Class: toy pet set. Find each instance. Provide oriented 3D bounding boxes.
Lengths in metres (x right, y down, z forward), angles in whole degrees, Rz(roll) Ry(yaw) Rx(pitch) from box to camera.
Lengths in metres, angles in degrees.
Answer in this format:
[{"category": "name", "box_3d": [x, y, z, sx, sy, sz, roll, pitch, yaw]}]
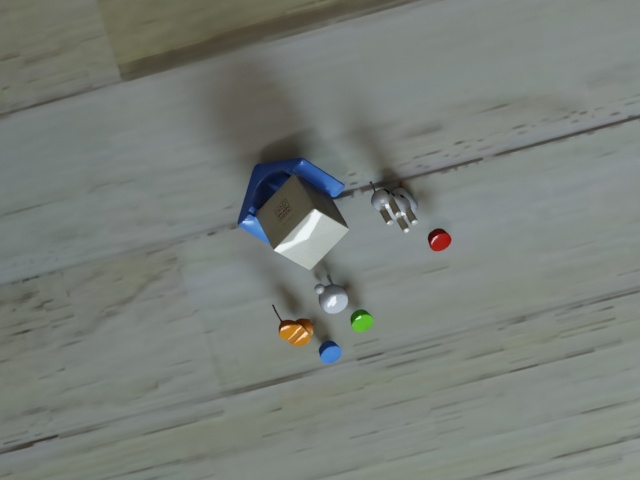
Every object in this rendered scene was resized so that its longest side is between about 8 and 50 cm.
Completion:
[{"category": "toy pet set", "box_3d": [0.000, 0.000, 1.235, 0.122, 0.065, 0.114, -46, 132, 16]}]
